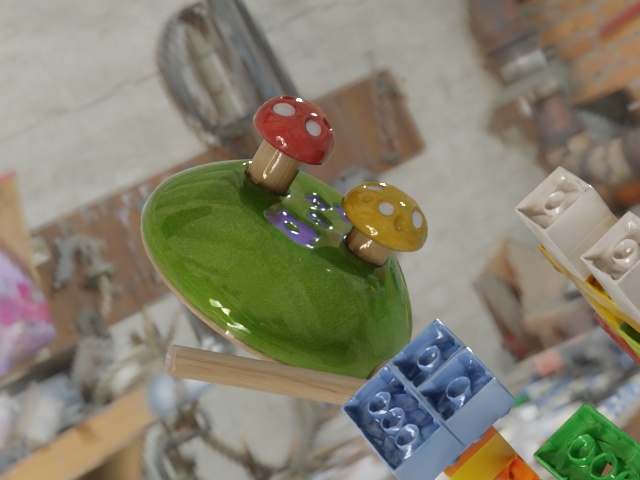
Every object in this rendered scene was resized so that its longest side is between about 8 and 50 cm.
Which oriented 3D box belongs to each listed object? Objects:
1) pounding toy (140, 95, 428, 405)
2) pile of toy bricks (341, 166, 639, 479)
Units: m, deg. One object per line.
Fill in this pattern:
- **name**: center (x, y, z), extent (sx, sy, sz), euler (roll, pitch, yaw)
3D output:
- **pounding toy**: center (0.000, 0.000, 0.922), extent (0.110, 0.183, 0.237), euler (-58, 23, 23)
- **pile of toy bricks**: center (0.091, 0.081, 0.319), extent (0.118, 0.105, 0.212), euler (-43, 31, -1)
